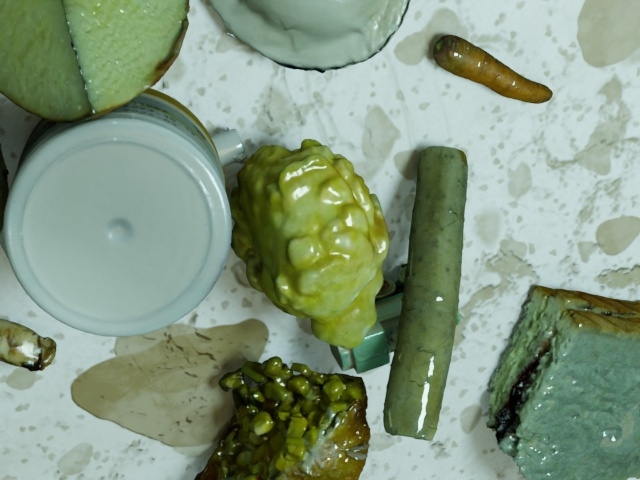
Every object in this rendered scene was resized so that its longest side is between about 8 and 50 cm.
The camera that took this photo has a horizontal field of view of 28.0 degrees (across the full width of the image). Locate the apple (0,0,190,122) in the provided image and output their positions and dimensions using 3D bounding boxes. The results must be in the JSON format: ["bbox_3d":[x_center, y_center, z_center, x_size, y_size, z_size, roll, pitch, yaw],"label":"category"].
[{"bbox_3d":[-0.267,-0.281,1.318,0.254,0.179,0.346,-19,87,-3],"label":"apple"}]

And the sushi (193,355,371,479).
[{"bbox_3d":[-0.054,0.267,1.704,0.179,0.167,0.296,29,144,-34],"label":"sushi"}]

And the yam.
[{"bbox_3d":[0.138,0.065,1.620,0.083,0.083,0.372,15,78,-25],"label":"yam"}]

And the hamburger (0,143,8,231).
[{"bbox_3d":[-0.479,-0.071,1.371,0.318,0.195,0.277,-45,117,0],"label":"hamburger"}]

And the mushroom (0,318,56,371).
[{"bbox_3d":[-0.510,0.158,1.528,0.233,0.301,0.208,45,114,12],"label":"mushroom"}]

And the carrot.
[{"bbox_3d":[0.224,-0.211,1.634,0.191,0.047,0.047,21,107,-28],"label":"carrot"}]

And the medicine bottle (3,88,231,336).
[{"bbox_3d":[-0.220,-0.040,1.409,0.238,0.232,0.238,-2,105,-8],"label":"medicine bottle"}]

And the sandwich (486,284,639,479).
[{"bbox_3d":[0.384,0.235,1.868,0.262,0.131,0.325,11,113,-25],"label":"sandwich"}]

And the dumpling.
[{"bbox_3d":[-0.019,-0.277,1.467,0.247,0.142,0.172,14,114,7],"label":"dumpling"}]

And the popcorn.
[{"bbox_3d":[0.000,0.000,1.559,0.192,0.233,0.266,-28,105,-18],"label":"popcorn"}]

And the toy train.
[{"bbox_3d":[0.095,0.103,1.703,0.194,0.125,0.081,-18,124,-9],"label":"toy train"}]

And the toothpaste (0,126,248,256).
[{"bbox_3d":[-0.242,-0.063,1.547,0.314,0.056,0.058,-22,83,-5],"label":"toothpaste"}]
